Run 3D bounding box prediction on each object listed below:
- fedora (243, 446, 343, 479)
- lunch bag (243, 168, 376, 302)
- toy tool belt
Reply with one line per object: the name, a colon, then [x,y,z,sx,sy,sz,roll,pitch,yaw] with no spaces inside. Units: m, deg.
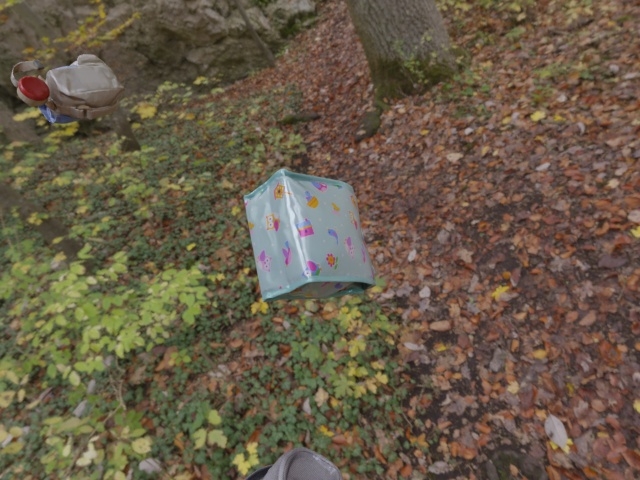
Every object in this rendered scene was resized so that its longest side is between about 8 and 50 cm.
fedora: [-0.044,0.521,0.812,0.244,0.275,0.124,27,99,28]
lunch bag: [0.000,0.000,0.795,0.160,0.262,0.223,-26,70,37]
toy tool belt: [-0.210,-0.118,0.333,0.051,0.052,0.083,-25,13,38]
